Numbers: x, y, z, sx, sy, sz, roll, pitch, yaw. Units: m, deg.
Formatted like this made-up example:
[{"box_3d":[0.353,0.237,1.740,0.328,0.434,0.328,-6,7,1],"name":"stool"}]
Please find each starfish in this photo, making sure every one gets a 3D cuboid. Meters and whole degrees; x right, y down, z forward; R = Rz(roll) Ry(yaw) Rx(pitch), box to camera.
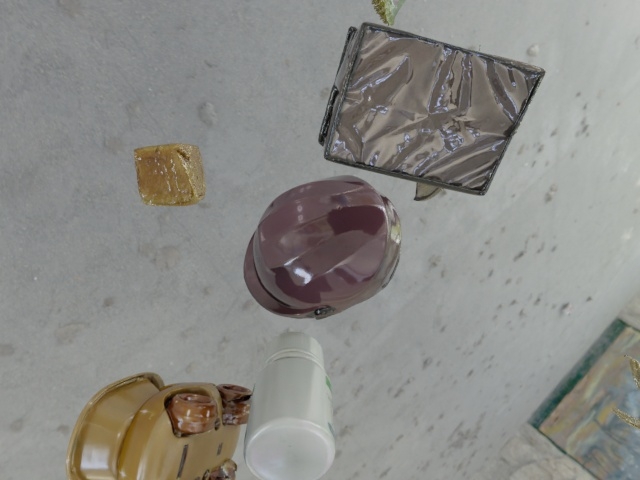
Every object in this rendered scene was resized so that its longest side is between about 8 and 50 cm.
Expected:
[{"box_3d":[0.801,0.382,0.981,0.235,0.277,0.062,-22,169,-3],"name":"starfish"}]

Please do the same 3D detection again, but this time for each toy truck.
[{"box_3d":[-0.264,0.356,0.769,0.288,0.211,0.205,35,65,-69],"name":"toy truck"}]

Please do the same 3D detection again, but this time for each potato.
[{"box_3d":[0.343,-0.226,1.238,0.100,0.120,0.261,23,71,-55],"name":"potato"}]

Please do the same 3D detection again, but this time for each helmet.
[{"box_3d":[0.000,0.000,0.830,0.338,0.271,0.197,-13,157,-4],"name":"helmet"}]

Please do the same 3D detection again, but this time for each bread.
[{"box_3d":[-0.380,-0.167,1.099,0.143,0.149,0.158,-9,105,-3],"name":"bread"}]

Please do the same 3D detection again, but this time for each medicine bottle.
[{"box_3d":[-0.049,0.267,0.722,0.138,0.237,0.139,-1,111,-3],"name":"medicine bottle"}]

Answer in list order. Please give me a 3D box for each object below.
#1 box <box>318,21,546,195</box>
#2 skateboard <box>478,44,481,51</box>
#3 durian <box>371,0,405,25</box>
[{"box_3d":[0.140,-0.184,0.611,0.252,0.153,0.188,15,113,-6],"name":"box"},{"box_3d":[0.330,-0.396,0.934,0.083,0.063,0.032,-12,116,-68],"name":"skateboard"},{"box_3d":[0.200,-0.671,0.977,0.166,0.172,0.306,28,103,-21],"name":"durian"}]
